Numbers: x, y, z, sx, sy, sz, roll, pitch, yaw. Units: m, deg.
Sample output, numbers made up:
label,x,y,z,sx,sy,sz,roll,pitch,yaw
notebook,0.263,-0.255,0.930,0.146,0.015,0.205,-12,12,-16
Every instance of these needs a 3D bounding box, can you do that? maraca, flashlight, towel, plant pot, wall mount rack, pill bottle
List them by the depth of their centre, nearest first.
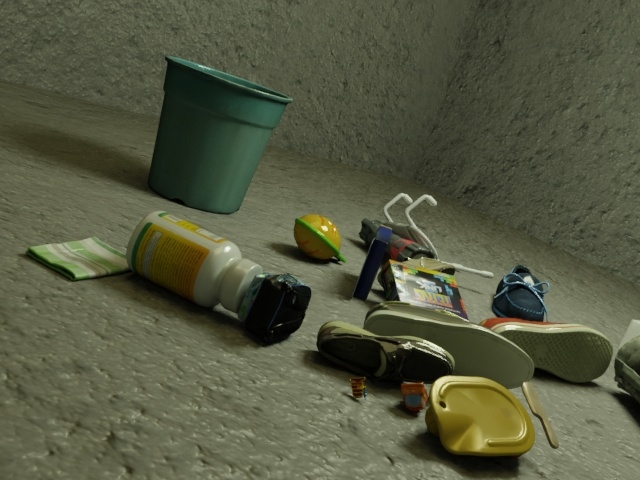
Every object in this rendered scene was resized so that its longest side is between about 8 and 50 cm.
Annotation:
label,x,y,z,sx,sy,sz,roll,pitch,yaw
towel,-0.389,0.027,1.165,0.113,0.023,0.152,23,13,20
pill bottle,-0.205,0.040,1.171,0.208,0.117,0.117,23,13,17
maraca,0.000,0.000,1.708,0.127,0.099,0.186,38,-4,34
plant pot,-0.285,-0.267,1.850,0.341,0.334,0.341,19,12,-4
flashlight,0.203,0.025,1.915,0.103,0.103,0.304,9,11,-22
wall mount rack,0.318,0.009,2.002,0.304,0.130,0.350,54,-7,-11

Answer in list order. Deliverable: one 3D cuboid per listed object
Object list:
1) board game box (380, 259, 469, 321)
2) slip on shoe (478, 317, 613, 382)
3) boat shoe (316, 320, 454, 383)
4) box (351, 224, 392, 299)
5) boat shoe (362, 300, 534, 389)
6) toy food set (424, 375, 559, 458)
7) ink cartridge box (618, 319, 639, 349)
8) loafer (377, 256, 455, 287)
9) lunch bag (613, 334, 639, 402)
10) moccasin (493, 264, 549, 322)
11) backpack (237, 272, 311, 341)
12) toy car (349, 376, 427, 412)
label,x,y,z,sx,sy,sz,roll,pitch,yaw
board game box,0.219,0.121,1.493,0.170,0.048,0.141,14,40,-22
slip on shoe,0.461,0.214,1.451,0.331,0.123,0.101,10,11,-20
boat shoe,0.099,0.188,1.110,0.223,0.080,0.073,15,18,5
box,0.116,0.049,1.568,0.036,0.136,0.225,21,13,6
boat shoe,0.225,0.178,1.252,0.305,0.109,0.091,16,17,1
toy food set,0.230,0.266,1.012,0.218,0.071,0.128,10,40,-30
ink cartridge box,0.878,0.271,1.875,0.143,0.090,0.092,9,16,-42
loafer,0.230,0.083,1.674,0.092,0.102,0.268,35,19,31
lunch bag,0.735,0.282,1.352,0.256,0.212,0.305,3,10,2
moccasin,0.515,0.134,1.849,0.137,0.117,0.342,19,13,0
backpack,-0.071,0.101,1.143,0.084,0.105,0.114,27,9,25
toy car,0.102,0.233,1.046,0.122,0.060,0.040,3,58,-2
